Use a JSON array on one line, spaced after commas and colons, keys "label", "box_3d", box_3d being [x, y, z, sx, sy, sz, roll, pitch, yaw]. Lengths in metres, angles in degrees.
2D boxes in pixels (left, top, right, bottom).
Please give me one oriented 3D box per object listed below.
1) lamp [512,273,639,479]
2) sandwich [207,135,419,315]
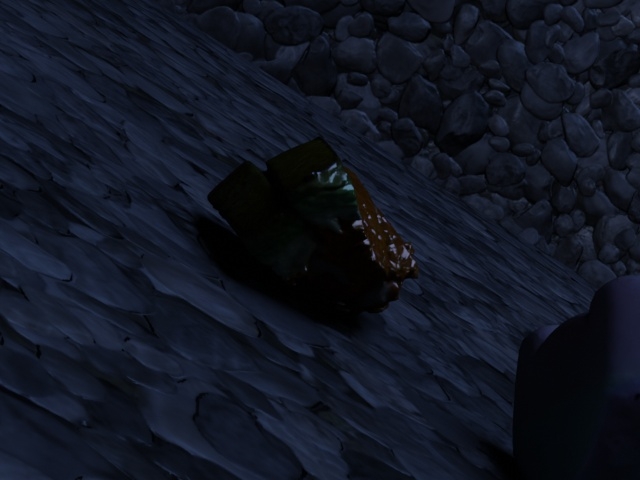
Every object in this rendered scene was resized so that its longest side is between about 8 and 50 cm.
[{"label": "lamp", "box_3d": [0.295, 0.160, 0.990, 0.301, 0.247, 0.247, 14, -28, -14]}, {"label": "sandwich", "box_3d": [0.000, 0.001, 1.114, 0.160, 0.109, 0.185, 52, 3, -14]}]
